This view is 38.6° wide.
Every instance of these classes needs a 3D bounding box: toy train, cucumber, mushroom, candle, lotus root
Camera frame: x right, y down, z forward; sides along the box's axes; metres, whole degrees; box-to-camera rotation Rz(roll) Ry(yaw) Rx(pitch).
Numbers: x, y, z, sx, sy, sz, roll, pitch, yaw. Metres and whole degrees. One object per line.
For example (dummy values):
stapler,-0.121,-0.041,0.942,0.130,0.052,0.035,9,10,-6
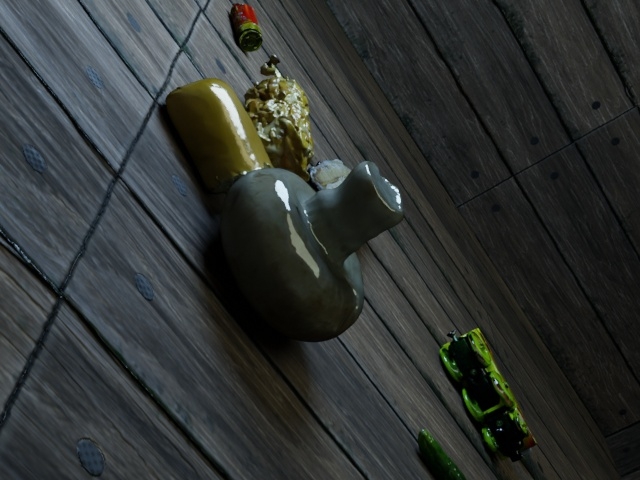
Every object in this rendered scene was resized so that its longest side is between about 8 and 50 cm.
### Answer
toy train,0.356,0.324,1.946,0.296,0.100,0.160,64,14,11
cucumber,0.200,0.368,1.478,0.168,0.039,0.039,54,16,-15
mushroom,0.000,0.000,1.154,0.243,0.243,0.243,53,16,-23
candle,-0.148,-0.428,1.805,0.052,0.052,0.131,45,20,-44
lotus root,0.039,-0.072,1.720,0.167,0.078,0.329,38,15,8

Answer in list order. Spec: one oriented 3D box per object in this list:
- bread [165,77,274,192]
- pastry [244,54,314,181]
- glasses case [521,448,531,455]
bread,-0.134,-0.145,1.256,0.173,0.085,0.134,61,15,3
pastry,-0.075,-0.206,1.529,0.154,0.102,0.250,53,18,-36
glasses case,0.416,0.399,2.103,0.205,0.047,0.071,56,20,-16
